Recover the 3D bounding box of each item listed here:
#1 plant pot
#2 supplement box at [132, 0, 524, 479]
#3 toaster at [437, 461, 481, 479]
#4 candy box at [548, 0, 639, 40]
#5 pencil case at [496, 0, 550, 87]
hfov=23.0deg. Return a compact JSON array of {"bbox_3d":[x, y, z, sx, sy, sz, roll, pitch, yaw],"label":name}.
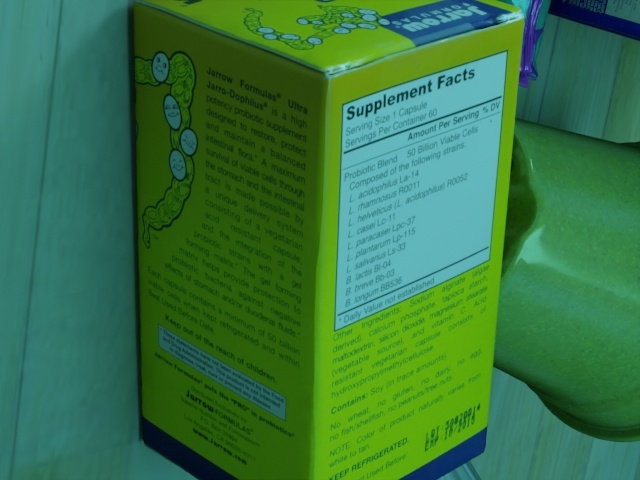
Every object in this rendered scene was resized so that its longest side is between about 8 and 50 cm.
[{"bbox_3d":[0.188,0.011,1.311,0.254,0.276,0.276,19,94,-38],"label":"plant pot"},{"bbox_3d":[0.000,0.000,1.122,0.194,0.195,0.356,-21,124,-40],"label":"supplement box"},{"bbox_3d":[0.036,0.234,1.335,0.227,0.129,0.146,-43,132,-22],"label":"toaster"},{"bbox_3d":[0.379,-0.197,1.295,0.268,0.317,0.122,5,105,-31],"label":"candy box"},{"bbox_3d":[0.164,-0.206,1.291,0.064,0.070,0.151,4,104,-35],"label":"pencil case"}]
